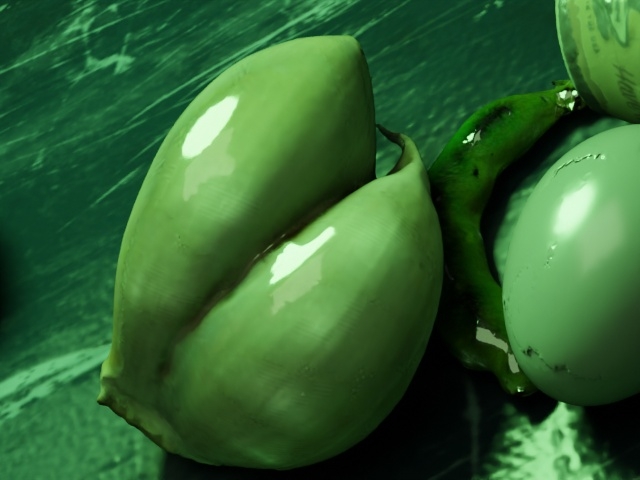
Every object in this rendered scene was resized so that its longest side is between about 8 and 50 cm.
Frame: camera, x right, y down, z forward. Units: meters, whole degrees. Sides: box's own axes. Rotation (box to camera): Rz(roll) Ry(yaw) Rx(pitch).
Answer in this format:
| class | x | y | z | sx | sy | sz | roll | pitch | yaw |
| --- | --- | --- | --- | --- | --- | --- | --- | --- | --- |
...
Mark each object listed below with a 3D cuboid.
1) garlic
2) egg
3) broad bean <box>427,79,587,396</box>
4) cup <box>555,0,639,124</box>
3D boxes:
| class | x | y | z | sx | sy | sz | roll | pitch | yaw |
| --- | --- | --- | --- | --- | --- | --- | --- | --- | --- |
| garlic | 0.000 | 0.000 | 1.108 | 0.231 | 0.246 | 0.340 | 27 | 64 | 18 |
| egg | 0.196 | 0.016 | 1.004 | 0.146 | 0.146 | 0.198 | 15 | 65 | 38 |
| broad bean | 0.132 | -0.015 | 1.137 | 0.144 | 0.049 | 0.292 | 3 | 55 | 28 |
| cup | 0.323 | -0.187 | 1.079 | 0.257 | 0.227 | 0.301 | 1 | 25 | 35 |
